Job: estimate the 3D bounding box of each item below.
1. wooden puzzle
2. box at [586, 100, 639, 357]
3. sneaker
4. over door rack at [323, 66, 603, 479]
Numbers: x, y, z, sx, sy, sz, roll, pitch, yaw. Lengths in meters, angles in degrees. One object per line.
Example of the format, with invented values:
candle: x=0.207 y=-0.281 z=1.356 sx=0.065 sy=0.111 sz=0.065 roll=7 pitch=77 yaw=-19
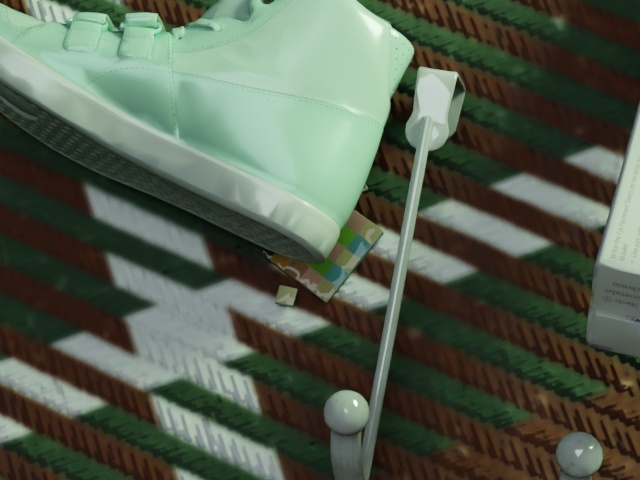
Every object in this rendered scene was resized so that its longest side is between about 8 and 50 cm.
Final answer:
wooden puzzle: x=0.000 y=0.000 z=0.985 sx=0.049 sy=0.006 sz=0.083 roll=36 pitch=80 yaw=15
box: x=0.194 y=-0.083 z=0.898 sx=0.067 sy=0.063 sz=0.324 roll=11 pitch=52 yaw=12
sneaker: x=-0.077 y=-0.106 z=0.982 sx=0.256 sy=0.094 sz=0.151 roll=26 pitch=78 yaw=9
over door rack: x=0.131 y=0.069 z=0.896 sx=0.239 sy=0.108 sz=0.324 roll=10 pitch=74 yaw=9
